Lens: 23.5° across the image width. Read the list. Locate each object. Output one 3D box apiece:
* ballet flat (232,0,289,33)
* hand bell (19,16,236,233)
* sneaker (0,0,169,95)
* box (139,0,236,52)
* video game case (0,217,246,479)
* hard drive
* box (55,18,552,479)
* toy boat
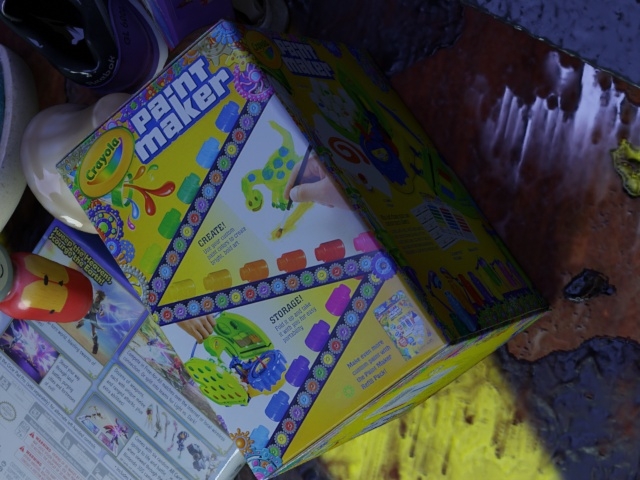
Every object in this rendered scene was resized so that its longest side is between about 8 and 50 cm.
[{"bbox_3d":[-0.083,-0.246,1.339,0.057,0.052,0.168,-39,78,19],"label":"ballet flat"},{"bbox_3d":[-0.135,-0.113,1.254,0.242,0.126,0.126,-36,78,45],"label":"hand bell"},{"bbox_3d":[-0.258,-0.243,1.369,0.283,0.124,0.107,43,106,14],"label":"sneaker"},{"bbox_3d":[-0.143,-0.256,1.238,0.057,0.293,0.201,-31,81,-5],"label":"box"},{"bbox_3d":[-0.198,0.154,1.396,0.269,0.061,0.244,41,106,15],"label":"video game case"},{"bbox_3d":[0.247,-0.139,1.116,0.339,0.237,0.064,29,102,19],"label":"hard drive"},{"bbox_3d":[0.000,0.000,1.190,0.177,0.290,0.279,-38,78,19],"label":"box"},{"bbox_3d":[-0.325,-0.034,1.351,0.318,0.148,0.267,43,107,39],"label":"toy boat"}]
